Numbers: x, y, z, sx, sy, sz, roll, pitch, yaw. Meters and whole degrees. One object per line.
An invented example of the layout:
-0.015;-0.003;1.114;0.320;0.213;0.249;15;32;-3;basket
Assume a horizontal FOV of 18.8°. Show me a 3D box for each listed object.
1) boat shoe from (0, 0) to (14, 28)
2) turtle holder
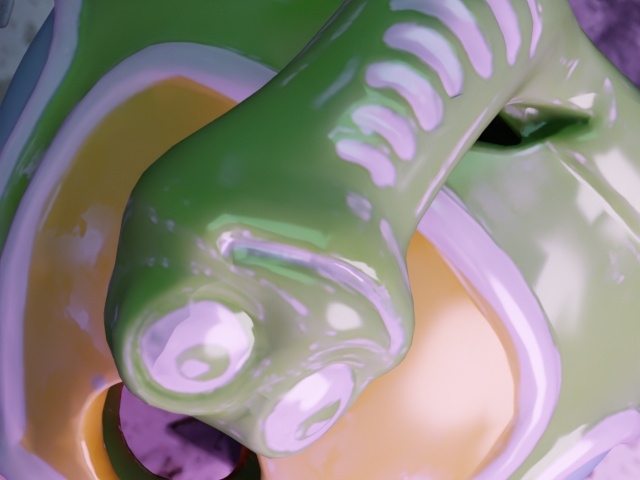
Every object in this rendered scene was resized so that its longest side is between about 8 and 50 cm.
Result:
-0.149;-0.122;0.693;0.113;0.105;0.306;44;59;-2;boat shoe
0.010;0.010;0.597;0.243;0.320;0.227;42;84;-26;turtle holder
